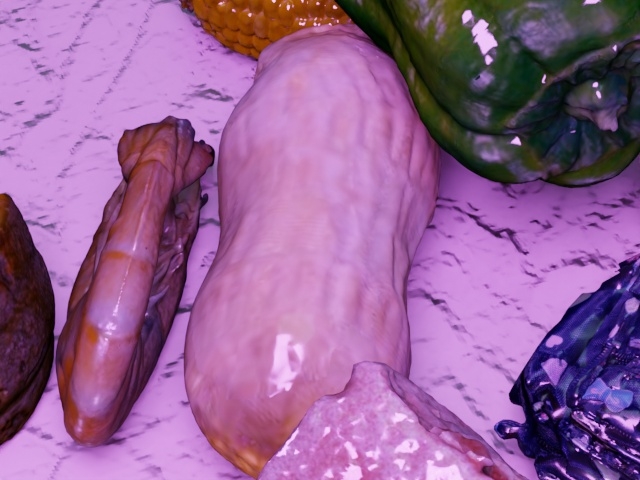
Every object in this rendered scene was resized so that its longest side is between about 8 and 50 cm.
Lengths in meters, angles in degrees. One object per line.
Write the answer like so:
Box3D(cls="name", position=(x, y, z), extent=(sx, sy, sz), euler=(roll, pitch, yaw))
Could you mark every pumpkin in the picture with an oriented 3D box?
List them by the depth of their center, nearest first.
Box3D(cls="pumpkin", position=(-0.269, 0.052, 0.907), extent=(0.248, 0.131, 0.126), euler=(-3, 49, -3))

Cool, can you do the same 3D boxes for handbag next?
Box3D(cls="handbag", position=(0.229, 0.114, 0.887), extent=(0.260, 0.113, 0.162), euler=(32, 62, 14))

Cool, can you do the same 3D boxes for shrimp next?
Box3D(cls="shrimp", position=(-0.102, -0.003, 0.948), extent=(0.059, 0.145, 0.254), euler=(15, 50, 2))

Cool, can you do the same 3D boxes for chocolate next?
Box3D(cls="chocolate", position=(0.000, 0.000, 0.963), extent=(0.134, 0.134, 0.309), euler=(5, 50, 1))

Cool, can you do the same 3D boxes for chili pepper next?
Box3D(cls="chili pepper", position=(0.076, -0.192, 0.976), extent=(0.213, 0.167, 0.385), euler=(19, 39, -45))

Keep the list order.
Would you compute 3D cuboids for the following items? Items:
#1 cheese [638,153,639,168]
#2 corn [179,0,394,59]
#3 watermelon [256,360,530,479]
Box3D(cls="cheese", position=(0.269, -0.079, 0.993), extent=(0.154, 0.189, 0.198), euler=(3, 36, 42))
Box3D(cls="corn", position=(0.053, -0.141, 1.108), extent=(0.305, 0.106, 0.106), euler=(18, 51, 9))
Box3D(cls="watermelon", position=(0.052, 0.186, 0.808), extent=(0.310, 0.193, 0.231), euler=(0, 69, 11))
